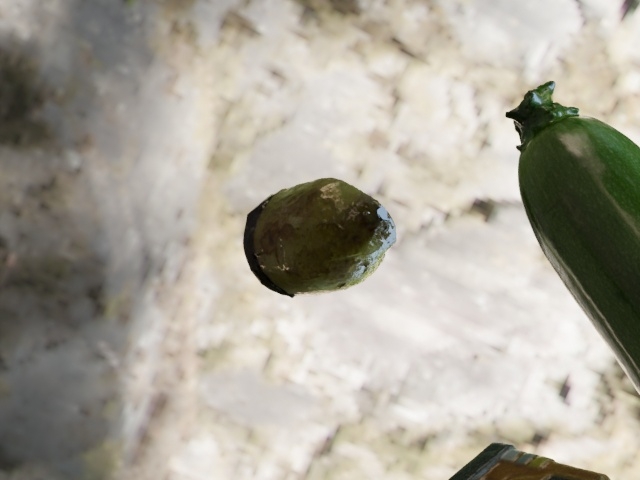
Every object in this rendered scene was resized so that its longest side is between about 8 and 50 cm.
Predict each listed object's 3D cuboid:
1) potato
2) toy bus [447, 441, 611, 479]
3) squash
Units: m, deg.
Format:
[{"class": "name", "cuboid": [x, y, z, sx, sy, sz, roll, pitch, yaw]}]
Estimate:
[{"class": "potato", "cuboid": [0.000, 0.000, 1.503, 0.066, 0.096, 0.103, -47, -170, -35]}, {"class": "toy bus", "cuboid": [0.112, 0.190, 0.876, 0.091, 0.182, 0.103, -37, -158, -26]}, {"class": "squash", "cuboid": [0.235, 0.048, 1.302, 0.107, 0.107, 0.395, -49, -121, 31]}]
